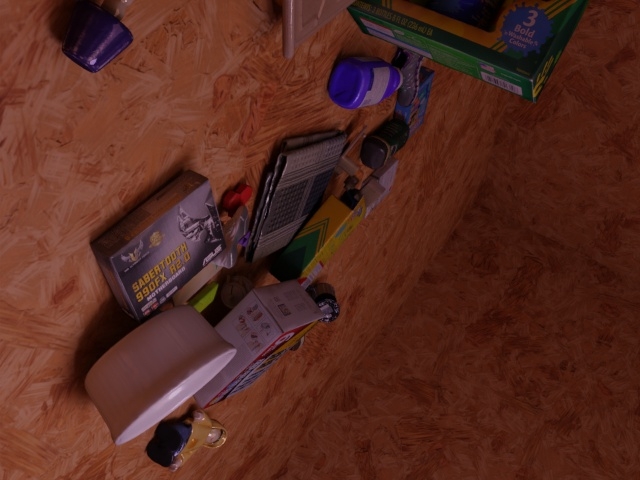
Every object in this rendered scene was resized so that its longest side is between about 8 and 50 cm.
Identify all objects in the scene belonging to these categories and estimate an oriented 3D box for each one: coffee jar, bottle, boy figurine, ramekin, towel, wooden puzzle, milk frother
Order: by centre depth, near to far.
[{"bbox_3d":[0.008,-0.541,1.099,0.348,0.080,0.322,-53,160,-34],"label":"wooden puzzle"},{"bbox_3d":[-0.309,0.247,1.196,0.277,0.135,0.277,-39,170,-8],"label":"ramekin"},{"bbox_3d":[0.123,-0.396,1.553,0.283,0.092,0.118,-30,145,-56],"label":"bottle"},{"bbox_3d":[-0.067,-0.118,1.555,0.324,0.056,0.312,-32,149,-58],"label":"towel"},{"bbox_3d":[-0.351,0.538,1.683,0.177,0.092,0.285,-63,158,-2],"label":"boy figurine"},{"bbox_3d":[0.195,-0.293,1.898,0.184,0.079,0.096,-44,158,-42],"label":"coffee jar"},{"bbox_3d":[-0.012,0.179,2.034,0.135,0.129,0.143,-108,-174,-69],"label":"milk frother"}]

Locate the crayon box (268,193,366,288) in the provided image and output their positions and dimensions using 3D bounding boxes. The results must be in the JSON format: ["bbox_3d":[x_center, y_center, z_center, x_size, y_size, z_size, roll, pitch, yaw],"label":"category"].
[{"bbox_3d":[0.000,0.000,1.723,0.318,0.081,0.202,-50,168,-6],"label":"crayon box"}]

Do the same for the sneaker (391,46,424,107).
[{"bbox_3d":[0.230,-0.475,1.775,0.098,0.083,0.224,-21,140,-27],"label":"sneaker"}]

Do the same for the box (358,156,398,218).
[{"bbox_3d":[0.194,-0.181,2.115,0.186,0.038,0.145,-44,155,-37],"label":"box"}]

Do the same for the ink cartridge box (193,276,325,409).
[{"bbox_3d":[-0.152,0.241,1.530,0.309,0.130,0.271,-45,164,23],"label":"ink cartridge box"}]

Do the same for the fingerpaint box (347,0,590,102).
[{"bbox_3d":[0.338,-0.562,1.327,0.371,0.444,0.163,-62,160,5],"label":"fingerpaint box"}]

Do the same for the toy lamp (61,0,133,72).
[{"bbox_3d":[-0.228,-0.336,0.782,0.275,0.080,0.080,-60,161,-5],"label":"toy lamp"}]

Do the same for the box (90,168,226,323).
[{"bbox_3d":[-0.279,0.010,1.122,0.231,0.056,0.183,-45,148,-32],"label":"box"}]

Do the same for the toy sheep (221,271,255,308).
[{"bbox_3d":[-0.198,0.124,1.494,0.091,0.091,0.132,-64,166,10],"label":"toy sheep"}]

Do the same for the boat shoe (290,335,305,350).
[{"bbox_3d":[-0.112,0.267,1.924,0.095,0.095,0.258,-34,144,-26],"label":"boat shoe"}]

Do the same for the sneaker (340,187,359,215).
[{"bbox_3d":[0.069,-0.058,1.911,0.211,0.080,0.081,-52,156,-20],"label":"sneaker"}]

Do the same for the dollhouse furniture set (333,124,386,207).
[{"bbox_3d":[0.127,-0.202,1.729,0.123,0.151,0.144,-53,-176,-21],"label":"dollhouse furniture set"}]

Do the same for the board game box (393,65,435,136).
[{"bbox_3d":[0.292,-0.427,2.002,0.160,0.047,0.210,-47,156,-35],"label":"board game box"}]

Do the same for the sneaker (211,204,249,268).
[{"bbox_3d":[-0.191,-0.014,1.289,0.054,0.061,0.152,74,28,-51],"label":"sneaker"}]

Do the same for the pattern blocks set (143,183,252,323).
[{"bbox_3d":[-0.258,0.046,1.312,0.325,0.026,0.286,-42,151,-42],"label":"pattern blocks set"}]
